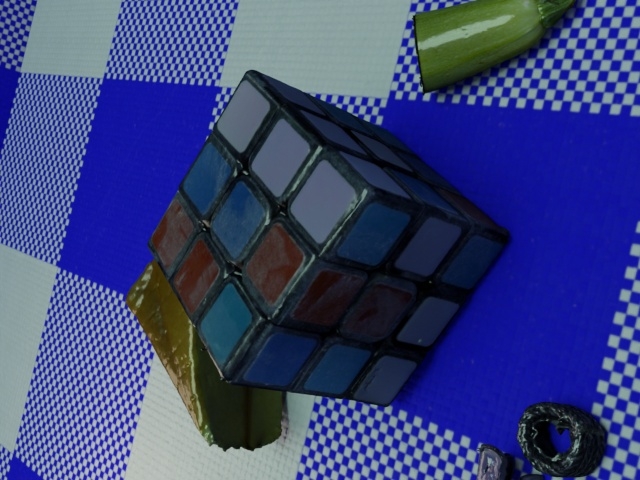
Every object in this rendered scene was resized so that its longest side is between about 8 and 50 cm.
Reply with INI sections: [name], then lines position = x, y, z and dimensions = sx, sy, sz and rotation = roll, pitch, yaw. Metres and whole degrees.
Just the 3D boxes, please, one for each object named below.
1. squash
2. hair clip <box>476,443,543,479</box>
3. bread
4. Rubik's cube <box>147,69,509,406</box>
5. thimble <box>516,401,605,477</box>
[squash]
position = 0.249, -0.313, 1.314
dimensions = 0.288, 0.137, 0.137
rotation = -9, 75, 42
[hair clip]
position = 0.233, 0.416, 1.192
dimensions = 0.137, 0.090, 0.278
rotation = 22, 100, 50
[bread]
position = -0.147, 0.167, 1.527
dimensions = 0.245, 0.233, 0.361
rotation = -49, 54, 23
[Rubik's cube]
position = 0.000, 0.000, 1.322
dimensions = 0.358, 0.363, 0.362
rotation = -53, 45, 17
[thimble]
position = 0.318, 0.264, 1.151
dimensions = 0.104, 0.066, 0.095
rotation = 3, 81, 48
